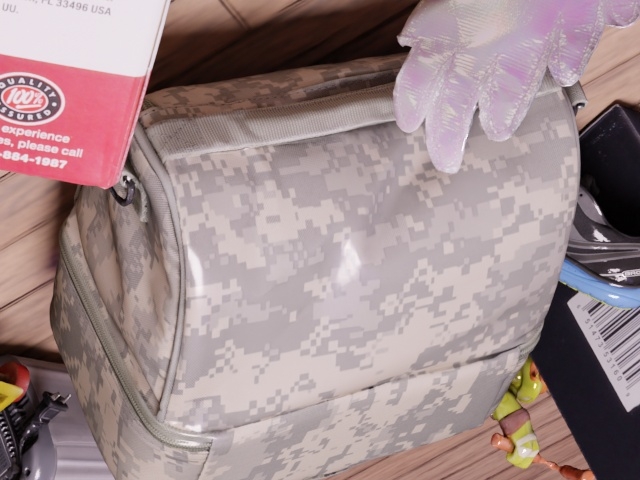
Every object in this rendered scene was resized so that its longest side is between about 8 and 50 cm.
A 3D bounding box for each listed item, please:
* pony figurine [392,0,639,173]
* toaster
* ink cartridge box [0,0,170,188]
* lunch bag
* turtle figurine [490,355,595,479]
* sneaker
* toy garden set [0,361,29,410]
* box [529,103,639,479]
[{"bbox_3d":[0.240,-0.170,0.823,0.351,0.303,0.363,-57,172,-19],"label":"pony figurine"},{"bbox_3d":[-0.217,0.172,1.189,0.227,0.129,0.146,-44,148,26],"label":"toaster"},{"bbox_3d":[-0.142,-0.169,0.586,0.197,0.114,0.272,10,131,-14],"label":"ink cartridge box"},{"bbox_3d":[0.000,0.000,0.984,0.305,0.212,0.256,-11,146,-25],"label":"lunch bag"},{"bbox_3d":[0.101,0.106,1.253,0.217,0.269,0.087,5,113,-15],"label":"turtle figurine"},{"bbox_3d":[0.160,-0.021,1.135,0.078,0.188,0.067,-62,172,2],"label":"sneaker"},{"bbox_3d":[-0.331,0.127,1.043,0.244,0.049,0.204,-43,136,20],"label":"toy garden set"},{"bbox_3d":[0.323,0.075,1.246,0.294,0.296,0.183,11,134,-46],"label":"box"}]
